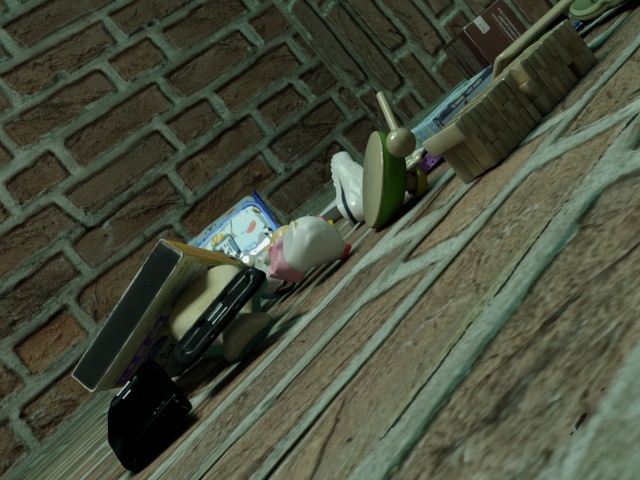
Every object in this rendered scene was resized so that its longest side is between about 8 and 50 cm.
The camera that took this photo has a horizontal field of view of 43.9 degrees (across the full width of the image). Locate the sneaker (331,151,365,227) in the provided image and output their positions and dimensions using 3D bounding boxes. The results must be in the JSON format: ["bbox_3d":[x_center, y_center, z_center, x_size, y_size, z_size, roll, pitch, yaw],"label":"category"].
[{"bbox_3d":[0.086,-0.130,1.835,0.095,0.090,0.235,-29,43,17],"label":"sneaker"}]

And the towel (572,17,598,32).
[{"bbox_3d":[0.473,-0.381,1.796,0.336,0.040,0.243,-41,1,-24],"label":"towel"}]

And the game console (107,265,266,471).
[{"bbox_3d":[-0.208,0.187,1.266,0.361,0.044,0.213,-50,22,-9],"label":"game console"}]

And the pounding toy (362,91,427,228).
[{"bbox_3d":[0.151,-0.133,1.478,0.183,0.110,0.237,-98,13,-50],"label":"pounding toy"}]

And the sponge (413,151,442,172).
[{"bbox_3d":[0.283,-0.223,1.679,0.210,0.031,0.117,-45,0,39],"label":"sponge"}]

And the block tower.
[{"bbox_3d":[0.306,-0.219,1.254,0.335,0.097,0.091,-41,4,-30],"label":"block tower"}]

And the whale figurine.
[{"bbox_3d":[-0.161,0.154,1.436,0.216,0.141,0.272,-47,30,-12],"label":"whale figurine"}]

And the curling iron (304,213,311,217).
[{"bbox_3d":[-0.060,0.013,1.921,0.068,0.035,0.274,-53,12,36],"label":"curling iron"}]

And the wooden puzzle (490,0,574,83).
[{"bbox_3d":[0.396,-0.330,1.503,0.221,0.044,0.238,-42,-19,-19],"label":"wooden puzzle"}]

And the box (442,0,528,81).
[{"bbox_3d":[0.480,-0.544,2.260,0.143,0.191,0.381,-40,5,6],"label":"box"}]

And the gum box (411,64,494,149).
[{"bbox_3d":[0.265,-0.262,1.587,0.157,0.041,0.184,-44,4,-12],"label":"gum box"}]

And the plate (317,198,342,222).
[{"bbox_3d":[0.116,-0.147,2.348,0.277,0.045,0.278,-43,5,-40],"label":"plate"}]

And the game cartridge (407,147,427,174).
[{"bbox_3d":[0.211,-0.196,1.933,0.294,0.060,0.196,-43,0,13],"label":"game cartridge"}]

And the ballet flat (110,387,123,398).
[{"bbox_3d":[-0.413,0.304,2.033,0.316,0.107,0.106,-42,12,-6],"label":"ballet flat"}]

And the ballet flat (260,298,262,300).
[{"bbox_3d":[-0.207,0.152,1.956,0.247,0.083,0.087,-41,19,12],"label":"ballet flat"}]

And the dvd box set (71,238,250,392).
[{"bbox_3d":[-0.303,0.153,1.623,0.307,0.062,0.420,-56,-13,3],"label":"dvd box set"}]

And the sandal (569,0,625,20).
[{"bbox_3d":[0.601,-0.523,1.623,0.120,0.086,0.303,-28,7,-2],"label":"sandal"}]

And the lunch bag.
[{"bbox_3d":[-0.245,0.044,2.377,0.328,0.239,0.385,-40,21,3],"label":"lunch bag"}]

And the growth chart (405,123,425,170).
[{"bbox_3d":[0.190,-0.195,1.775,0.172,0.021,0.237,-36,17,38],"label":"growth chart"}]

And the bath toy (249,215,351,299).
[{"bbox_3d":[-0.043,0.027,1.597,0.348,0.129,0.151,146,128,-67],"label":"bath toy"}]
